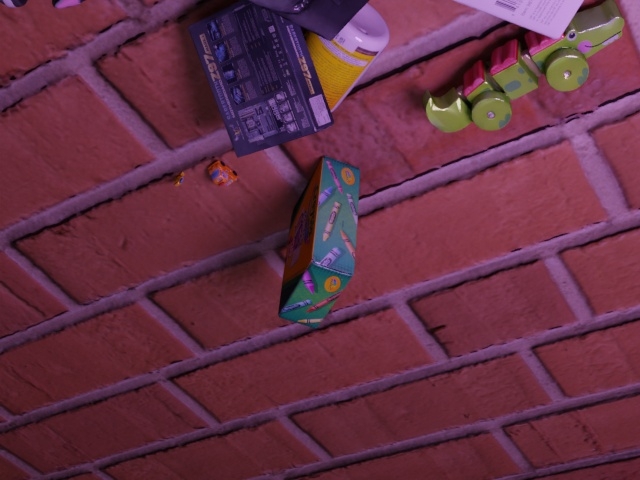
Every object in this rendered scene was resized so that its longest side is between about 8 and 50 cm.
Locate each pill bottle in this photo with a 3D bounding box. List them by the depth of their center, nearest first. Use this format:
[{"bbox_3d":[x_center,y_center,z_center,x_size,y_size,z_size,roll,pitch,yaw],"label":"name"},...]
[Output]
[{"bbox_3d":[0.009,-0.288,1.410,0.117,0.117,0.215,27,132,-19],"label":"pill bottle"}]

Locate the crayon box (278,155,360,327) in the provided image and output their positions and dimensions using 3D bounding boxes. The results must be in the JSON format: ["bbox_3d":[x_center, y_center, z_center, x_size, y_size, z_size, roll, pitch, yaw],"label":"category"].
[{"bbox_3d":[0.000,0.000,1.588,0.081,0.278,0.165,19,134,-13],"label":"crayon box"}]

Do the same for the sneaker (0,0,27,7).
[{"bbox_3d":[-0.568,-0.475,1.286,0.179,0.123,0.295,-9,126,9],"label":"sneaker"}]

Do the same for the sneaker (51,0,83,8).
[{"bbox_3d":[-0.430,-0.477,1.250,0.131,0.112,0.319,-40,123,0],"label":"sneaker"}]

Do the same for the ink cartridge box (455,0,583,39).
[{"bbox_3d":[0.246,-0.450,1.206,0.308,0.129,0.223,18,135,-10],"label":"ink cartridge box"}]

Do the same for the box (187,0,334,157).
[{"bbox_3d":[-0.097,-0.265,1.383,0.183,0.059,0.232,-13,101,40],"label":"box"}]

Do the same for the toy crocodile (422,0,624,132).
[{"bbox_3d":[0.320,-0.277,1.383,0.341,0.115,0.105,-28,125,31],"label":"toy crocodile"}]

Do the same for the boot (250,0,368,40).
[{"bbox_3d":[0.005,-0.485,1.029,0.367,0.146,0.445,34,136,-22],"label":"boot"}]

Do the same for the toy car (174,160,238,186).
[{"bbox_3d":[-0.222,-0.112,1.673,0.122,0.040,0.060,-16,131,22],"label":"toy car"}]
